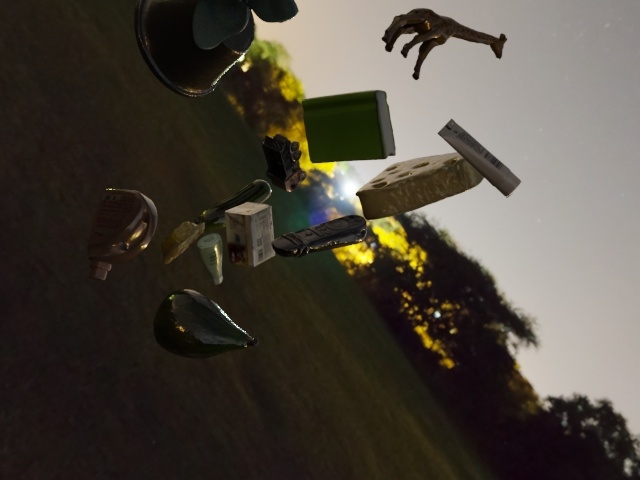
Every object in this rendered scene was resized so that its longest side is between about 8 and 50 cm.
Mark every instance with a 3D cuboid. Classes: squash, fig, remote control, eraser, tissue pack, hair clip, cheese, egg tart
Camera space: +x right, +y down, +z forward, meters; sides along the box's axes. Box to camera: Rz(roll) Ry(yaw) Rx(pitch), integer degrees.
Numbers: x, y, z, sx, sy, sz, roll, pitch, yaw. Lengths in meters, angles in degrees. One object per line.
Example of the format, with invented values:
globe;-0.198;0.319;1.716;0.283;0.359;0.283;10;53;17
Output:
squash;-0.283;-0.098;2.111;0.087;0.331;0.087;35;-37;32
fig;-0.196;0.157;1.144;0.177;0.117;0.117;25;3;-2
remote control;0.000;0.000;1.669;0.090;0.266;0.066;27;-53;53
eraser;0.084;-0.342;2.024;0.092;0.274;0.210;-23;108;-51
tissue pack;-0.192;-0.018;1.824;0.106;0.099;0.148;-30;123;-54
hair clip;-0.224;-0.742;1.820;0.238;0.318;0.392;-95;-178;-83
cheese;0.265;-0.163;2.053;0.384;0.384;0.104;-119;-170;-77
egg tart;-0.255;-0.001;1.223;0.039;0.105;0.105;47;2;-6

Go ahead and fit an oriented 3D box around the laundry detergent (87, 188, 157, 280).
laundry detergent;-0.505;-0.011;1.707;0.076;0.171;0.237;45;53;-64

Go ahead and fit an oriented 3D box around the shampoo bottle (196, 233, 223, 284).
shampoo bottle;-0.292;0.055;1.814;0.041;0.069;0.190;46;-25;26

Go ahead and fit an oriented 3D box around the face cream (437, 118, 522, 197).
face cream;0.403;-0.209;1.701;0.244;0.092;0.058;43;-44;1

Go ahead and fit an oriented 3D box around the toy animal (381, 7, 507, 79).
toy animal;0.257;-0.423;1.398;0.054;0.276;0.149;130;-58;-67

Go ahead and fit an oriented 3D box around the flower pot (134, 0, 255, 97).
flower pot;-0.365;-0.655;2.129;0.379;0.251;0.379;20;66;-54

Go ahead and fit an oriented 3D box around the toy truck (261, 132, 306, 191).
toy truck;-0.110;-0.230;1.977;0.083;0.092;0.192;27;-29;28
